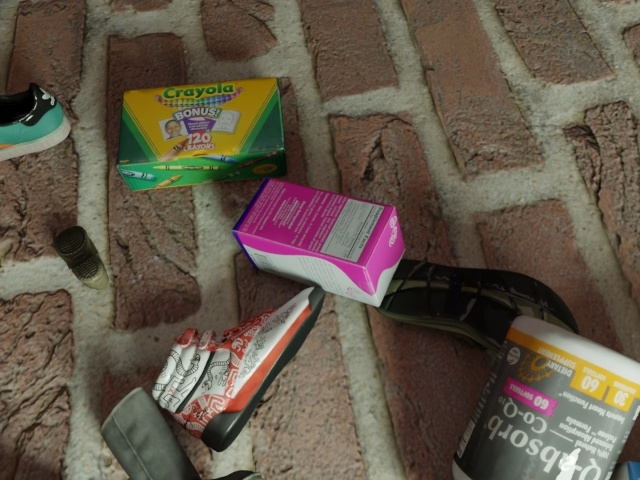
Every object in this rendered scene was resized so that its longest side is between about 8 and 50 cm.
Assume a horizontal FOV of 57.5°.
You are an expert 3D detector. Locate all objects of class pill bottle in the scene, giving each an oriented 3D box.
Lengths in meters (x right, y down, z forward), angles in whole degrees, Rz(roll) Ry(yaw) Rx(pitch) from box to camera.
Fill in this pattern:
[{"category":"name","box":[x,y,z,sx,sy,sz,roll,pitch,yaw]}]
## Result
[{"category":"pill bottle","box":[0.251,0.241,0.677,0.162,0.162,0.279,23,89,14]}]

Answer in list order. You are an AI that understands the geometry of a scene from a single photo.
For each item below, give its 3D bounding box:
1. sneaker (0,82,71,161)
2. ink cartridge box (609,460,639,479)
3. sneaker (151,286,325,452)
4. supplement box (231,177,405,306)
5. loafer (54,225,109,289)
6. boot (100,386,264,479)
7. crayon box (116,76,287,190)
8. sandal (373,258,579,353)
[{"category":"sneaker","box":[-0.605,-0.191,1.017,0.302,0.121,0.108,-26,63,-12]},{"category":"ink cartridge box","box":[0.437,0.355,0.645,0.232,0.168,0.171,5,60,4]},{"category":"sneaker","box":[-0.117,0.144,0.829,0.145,0.090,0.270,31,69,15]},{"category":"supplement box","box":[0.000,0.000,0.867,0.220,0.111,0.114,17,62,26]},{"category":"loafer","box":[-0.379,0.031,0.928,0.056,0.050,0.148,-28,48,-17]},{"category":"boot","box":[-0.182,0.274,0.740,0.189,0.076,0.208,-44,60,17]},{"category":"crayon box","box":[-0.202,-0.188,1.023,0.278,0.081,0.165,-6,61,-1]},{"category":"sandal","box":[0.219,0.100,0.852,0.302,0.086,0.120,16,67,27]}]
